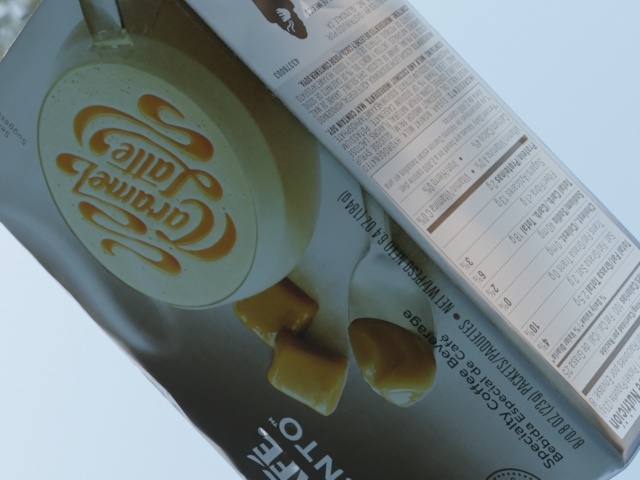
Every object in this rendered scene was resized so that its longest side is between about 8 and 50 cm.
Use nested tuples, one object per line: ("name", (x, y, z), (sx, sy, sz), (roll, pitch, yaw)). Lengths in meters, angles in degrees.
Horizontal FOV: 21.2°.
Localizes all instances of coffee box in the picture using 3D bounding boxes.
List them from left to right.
("coffee box", (0.000, 0.000, 0.620), (0.141, 0.246, 0.098), (-44, 178, 41))
